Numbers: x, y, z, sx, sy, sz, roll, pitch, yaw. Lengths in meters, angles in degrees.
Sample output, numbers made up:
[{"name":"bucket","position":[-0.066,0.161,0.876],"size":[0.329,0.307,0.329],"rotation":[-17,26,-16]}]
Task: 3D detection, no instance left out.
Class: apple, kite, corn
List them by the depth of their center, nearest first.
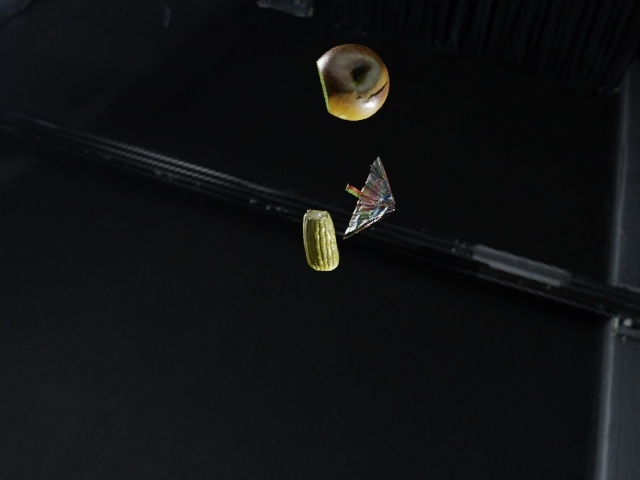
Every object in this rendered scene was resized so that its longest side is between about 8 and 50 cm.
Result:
[{"name":"apple","position":[0.063,-0.334,1.468],"size":[0.163,0.147,0.147],"rotation":[0,-92,-21]},{"name":"corn","position":[0.000,0.000,1.732],"size":[0.085,0.165,0.063],"rotation":[14,-142,27]},{"name":"kite","position":[0.125,-0.102,1.802],"size":[0.014,0.241,0.183],"rotation":[16,-168,-47]}]
